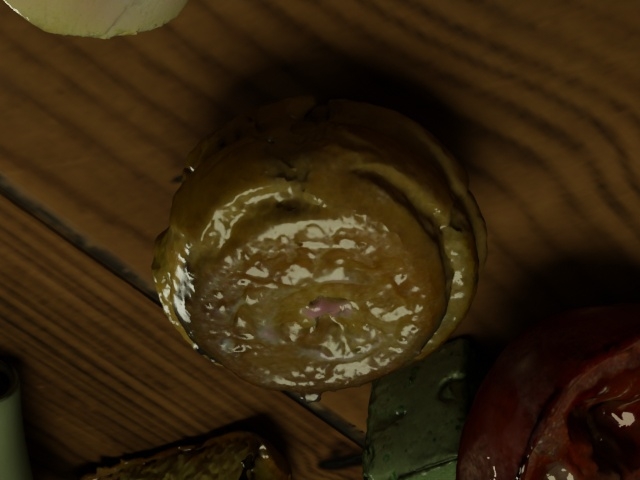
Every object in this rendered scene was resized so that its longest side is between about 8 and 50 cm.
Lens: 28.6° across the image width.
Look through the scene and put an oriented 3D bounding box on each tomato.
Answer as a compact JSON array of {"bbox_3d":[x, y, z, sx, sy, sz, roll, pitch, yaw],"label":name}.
[{"bbox_3d":[0.169,0.133,0.812,0.228,0.228,0.101,44,171,-39],"label":"tomato"}]

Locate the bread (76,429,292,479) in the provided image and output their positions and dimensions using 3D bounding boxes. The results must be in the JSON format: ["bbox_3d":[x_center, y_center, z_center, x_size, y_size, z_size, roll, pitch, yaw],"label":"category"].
[{"bbox_3d":[-0.104,0.252,1.059,0.260,0.129,0.134,-24,140,38],"label":"bread"}]

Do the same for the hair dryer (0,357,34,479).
[{"bbox_3d":[-0.336,0.201,1.012,0.298,0.119,0.296,22,120,-18],"label":"hair dryer"}]

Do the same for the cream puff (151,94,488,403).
[{"bbox_3d":[0.000,0.000,0.692,0.189,0.129,0.189,3,135,3],"label":"cream puff"}]

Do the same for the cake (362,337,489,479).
[{"bbox_3d":[0.134,0.158,0.935,0.100,0.099,0.235,-25,143,35],"label":"cake"}]

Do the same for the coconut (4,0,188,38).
[{"bbox_3d":[-0.087,-0.156,0.513,0.116,0.116,0.122,23,140,-19],"label":"coconut"}]
